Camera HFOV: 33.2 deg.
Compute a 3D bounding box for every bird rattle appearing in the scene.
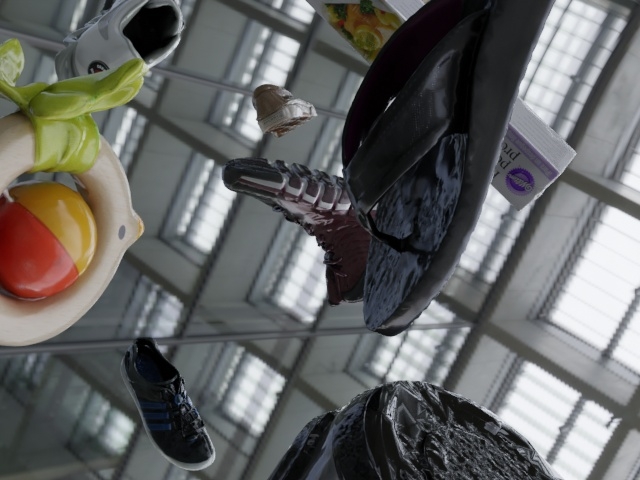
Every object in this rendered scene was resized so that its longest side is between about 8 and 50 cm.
[{"bbox_3d":[-0.202,-0.015,0.712,0.143,0.207,0.253,9,-128,30],"label":"bird rattle"}]

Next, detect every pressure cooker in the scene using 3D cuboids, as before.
[{"bbox_3d":[0.071,0.417,1.208,0.420,0.370,0.375,-55,-152,24],"label":"pressure cooker"}]

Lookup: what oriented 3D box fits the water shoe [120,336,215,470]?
[{"bbox_3d":[-0.213,0.226,1.481,0.203,0.073,0.080,51,-34,19],"label":"water shoe"}]

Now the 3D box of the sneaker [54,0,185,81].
[{"bbox_3d":[-0.241,-0.319,1.535,0.146,0.122,0.330,-15,-143,29],"label":"sneaker"}]

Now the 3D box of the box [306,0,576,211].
[{"bbox_3d":[0.107,-0.169,1.045,0.324,0.067,0.063,45,-53,2],"label":"box"}]

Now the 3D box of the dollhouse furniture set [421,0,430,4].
[{"bbox_3d":[0.049,-0.415,1.393,0.152,0.374,0.201,-30,-122,10],"label":"dollhouse furniture set"}]

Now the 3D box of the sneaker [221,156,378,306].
[{"bbox_3d":[0.000,0.000,1.345,0.281,0.106,0.162,13,-76,-9],"label":"sneaker"}]

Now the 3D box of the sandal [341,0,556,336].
[{"bbox_3d":[0.092,-0.136,0.875,0.167,0.107,0.445,-114,-139,-67],"label":"sandal"}]

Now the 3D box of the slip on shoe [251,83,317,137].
[{"bbox_3d":[-0.039,-0.129,1.055,0.051,0.135,0.041,-28,-91,14],"label":"slip on shoe"}]
